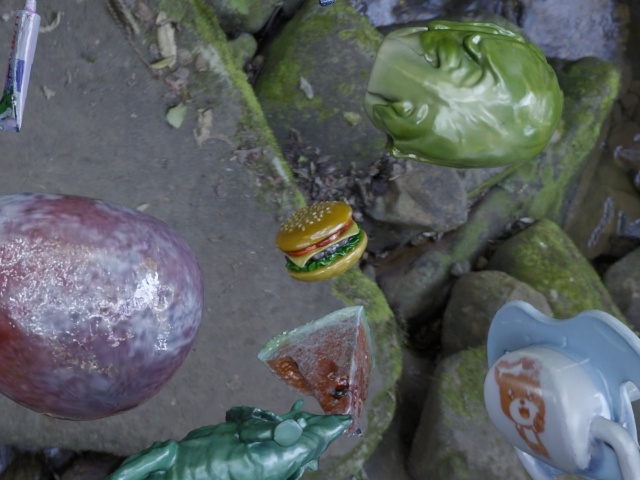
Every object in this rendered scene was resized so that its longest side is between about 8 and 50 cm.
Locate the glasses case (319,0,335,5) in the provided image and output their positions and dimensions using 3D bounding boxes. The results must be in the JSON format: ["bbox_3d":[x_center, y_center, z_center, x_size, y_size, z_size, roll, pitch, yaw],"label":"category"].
[{"bbox_3d":[0.010,-0.502,1.363,0.033,0.023,0.083,-6,72,0],"label":"glasses case"}]

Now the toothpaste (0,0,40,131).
[{"bbox_3d":[-0.381,-0.221,0.867,0.028,0.045,0.170,11,89,-66],"label":"toothpaste"}]

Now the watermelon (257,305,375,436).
[{"bbox_3d":[0.030,0.144,0.737,0.121,0.158,0.098,-40,123,-15],"label":"watermelon"}]

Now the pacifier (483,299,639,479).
[{"bbox_3d":[0.294,0.162,0.704,0.207,0.279,0.228,-18,96,-18],"label":"pacifier"}]

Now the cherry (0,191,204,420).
[{"bbox_3d":[-0.229,0.068,0.674,0.236,0.213,0.285,-43,129,16],"label":"cherry"}]

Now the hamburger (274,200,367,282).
[{"bbox_3d":[0.000,0.000,1.185,0.162,0.162,0.115,-31,110,-18],"label":"hamburger"}]

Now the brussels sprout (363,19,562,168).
[{"bbox_3d":[0.242,-0.243,1.142,0.327,0.328,0.247,6,108,-24],"label":"brussels sprout"}]

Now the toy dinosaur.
[{"bbox_3d":[-0.101,0.181,0.499,0.291,0.120,0.079,-14,95,-33],"label":"toy dinosaur"}]
